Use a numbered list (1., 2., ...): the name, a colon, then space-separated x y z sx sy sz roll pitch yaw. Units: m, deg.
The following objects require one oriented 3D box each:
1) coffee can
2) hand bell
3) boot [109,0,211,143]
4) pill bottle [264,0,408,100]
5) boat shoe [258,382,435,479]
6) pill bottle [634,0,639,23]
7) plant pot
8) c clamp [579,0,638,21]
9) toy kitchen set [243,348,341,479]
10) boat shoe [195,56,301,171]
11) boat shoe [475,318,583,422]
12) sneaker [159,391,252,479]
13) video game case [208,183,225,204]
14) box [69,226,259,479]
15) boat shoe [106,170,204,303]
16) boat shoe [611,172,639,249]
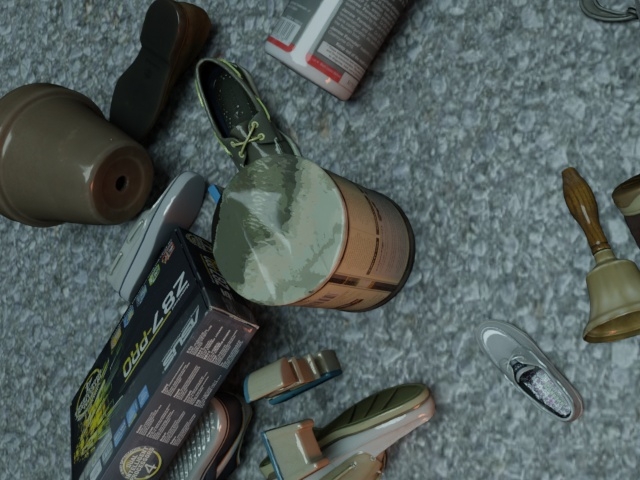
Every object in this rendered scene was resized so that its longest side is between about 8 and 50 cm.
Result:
1. coffee can: 0.000 0.000 1.100 0.201 0.275 0.202 -4 82 25
2. hand bell: 0.381 0.005 1.031 0.126 0.126 0.242 -23 61 21
3. boot: -0.290 -0.294 1.383 0.112 0.115 0.305 43 120 16
4. pill bottle: 0.048 -0.380 1.187 0.161 0.161 0.283 36 99 25
5. boat shoe: 0.053 0.315 1.138 0.302 0.113 0.103 -32 90 24
6. pill bottle: 0.562 -0.297 0.927 0.301 0.169 0.169 -18 76 22
7. plant pot: -0.422 -0.125 1.319 0.229 0.263 0.263 20 93 28
8. c clamp: 0.452 -0.378 1.071 0.137 0.022 0.161 35 99 25
9. toy kitchen set: -0.040 0.268 1.126 0.122 0.207 0.166 -29 75 20
10. boat shoe: -0.125 -0.184 1.284 0.109 0.091 0.305 -35 70 18
11. boat shoe: 0.286 0.182 1.058 0.066 0.063 0.184 -44 68 15
12. sneaker: -0.221 0.381 1.246 0.126 0.127 0.321 46 109 24
13. video game case: -0.104 -0.028 1.213 0.015 0.166 0.119 -38 69 16
14. box: -0.270 0.210 1.216 0.395 0.097 0.318 -56 29 9
15. boat shoe: -0.301 -0.017 1.352 0.088 0.096 0.268 35 107 20
16. boat shoe: 0.554 -0.077 0.944 0.342 0.123 0.123 -24 94 18
